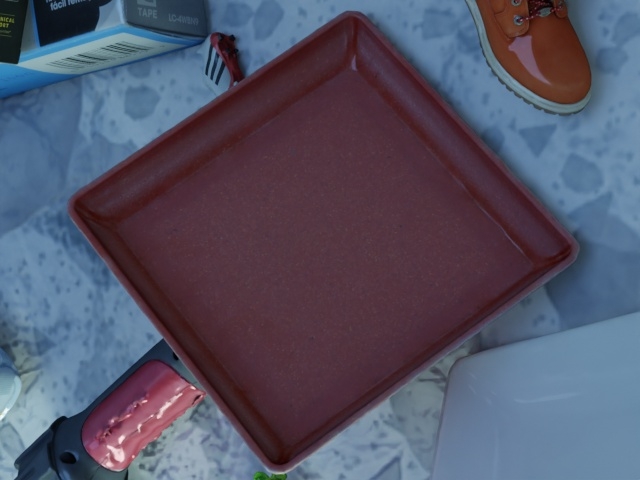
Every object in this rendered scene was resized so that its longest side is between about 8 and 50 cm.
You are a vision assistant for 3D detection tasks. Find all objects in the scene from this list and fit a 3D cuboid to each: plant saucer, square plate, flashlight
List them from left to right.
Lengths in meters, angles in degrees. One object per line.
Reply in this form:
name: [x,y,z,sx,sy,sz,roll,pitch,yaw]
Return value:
flashlight: [-0.121,0.123,1.314,0.304,0.103,0.103,-42,64,26]
plant saucer: [0.000,0.000,1.195,0.259,0.048,0.258,-36,66,-11]
square plate: [0.186,0.201,1.030,0.347,0.049,0.344,-20,49,46]

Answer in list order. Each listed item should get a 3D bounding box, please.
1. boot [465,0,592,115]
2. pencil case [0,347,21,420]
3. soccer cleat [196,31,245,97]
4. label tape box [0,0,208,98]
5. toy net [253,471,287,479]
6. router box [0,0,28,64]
boot: [0.135,-0.158,1.137,0.158,0.059,0.084,59,160,8]
pencil case: [-0.365,0.054,1.477,0.124,0.113,0.273,-39,67,2]
soccer cleat: [-0.073,-0.119,1.327,0.035,0.029,0.083,-31,70,40]
label tape box: [-0.236,-0.304,1.386,0.249,0.115,0.348,-11,86,34]
toy net: [0.031,0.263,1.248,0.232,0.045,0.122,31,105,29]
router box: [-0.345,-0.282,1.347,0.309,0.081,0.243,16,99,35]
